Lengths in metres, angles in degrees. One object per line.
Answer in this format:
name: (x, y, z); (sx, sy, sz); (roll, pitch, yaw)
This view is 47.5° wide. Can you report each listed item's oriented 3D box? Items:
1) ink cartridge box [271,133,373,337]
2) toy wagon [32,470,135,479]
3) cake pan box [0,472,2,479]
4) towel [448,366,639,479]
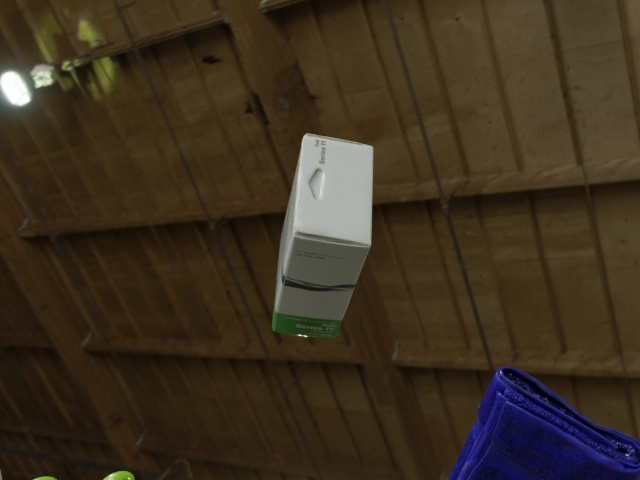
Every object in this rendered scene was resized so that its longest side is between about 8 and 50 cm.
ink cartridge box: (0.000, 0.000, 0.867); (0.087, 0.153, 0.208); (8, -36, -5)
toy wagon: (-0.286, 0.462, 1.054); (0.267, 0.345, 0.068); (54, -53, 44)
cake pan box: (-0.672, 0.428, 1.337); (0.266, 0.070, 0.245); (55, -13, 38)
towel: (0.312, 0.345, 1.065); (0.228, 0.076, 0.308); (31, -42, 22)
